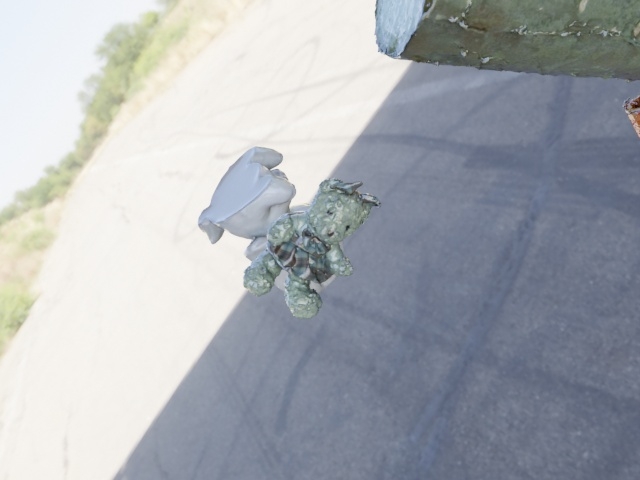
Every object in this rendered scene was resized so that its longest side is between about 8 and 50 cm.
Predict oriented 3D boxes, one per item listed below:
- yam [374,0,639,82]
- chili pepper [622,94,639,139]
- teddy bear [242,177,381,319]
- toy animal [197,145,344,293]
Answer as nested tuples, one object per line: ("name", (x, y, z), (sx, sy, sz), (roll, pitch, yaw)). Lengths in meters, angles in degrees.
("yam", (0.211, -0.228, 0.758), (0.168, 0.304, 0.168), (-179, 90, -79))
("chili pepper", (0.465, -0.119, 1.068), (0.088, 0.169, 0.065), (-19, 24, 39))
("teddy bear", (-0.008, -0.001, 1.157), (0.213, 0.133, 0.111), (-52, 20, 9))
("toy animal", (-0.072, -0.012, 1.534), (0.206, 0.265, 0.272), (-42, 29, 7))
